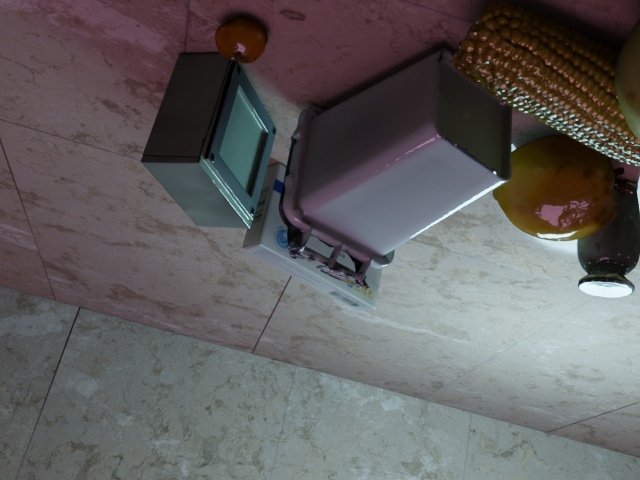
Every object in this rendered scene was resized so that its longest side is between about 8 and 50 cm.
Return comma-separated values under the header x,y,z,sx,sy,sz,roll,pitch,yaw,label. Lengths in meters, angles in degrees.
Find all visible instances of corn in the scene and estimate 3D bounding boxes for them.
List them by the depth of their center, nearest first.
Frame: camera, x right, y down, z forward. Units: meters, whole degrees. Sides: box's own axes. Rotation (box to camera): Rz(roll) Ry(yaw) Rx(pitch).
x,y,z,sx,sy,sz,roll,pitch,yaw,label
0.370,-0.221,1.086,0.387,0.144,0.144,25,153,-13,corn

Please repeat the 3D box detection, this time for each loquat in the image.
x,y,z,sx,sy,sz,roll,pitch,yaw,label
0.413,-0.087,1.307,0.234,0.176,0.187,3,170,27,loquat

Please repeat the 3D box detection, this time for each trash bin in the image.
x,y,z,sx,sy,sz,roll,pitch,yaw,label
0.123,-0.117,1.263,0.256,0.296,0.367,30,144,-29,trash bin

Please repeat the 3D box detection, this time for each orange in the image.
x,y,z,sx,sy,sz,roll,pitch,yaw,label
-0.128,-0.317,1.212,0.086,0.062,0.086,10,152,5,orange

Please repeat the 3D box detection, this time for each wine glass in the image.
x,y,z,sx,sy,sz,roll,pitch,yaw,label
0.524,-0.002,1.379,0.111,0.204,0.111,9,159,4,wine glass

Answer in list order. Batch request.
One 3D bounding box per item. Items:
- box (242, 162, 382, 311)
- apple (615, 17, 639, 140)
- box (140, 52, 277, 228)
x,y,z,sx,sy,sz,roll,pitch,yaw,label
0.000,0.000,1.649,0.343,0.200,0.065,31,147,-32,box
0.500,-0.207,0.917,0.262,0.262,0.262,11,155,5,apple
-0.184,-0.173,1.346,0.117,0.225,0.225,3,154,20,box
